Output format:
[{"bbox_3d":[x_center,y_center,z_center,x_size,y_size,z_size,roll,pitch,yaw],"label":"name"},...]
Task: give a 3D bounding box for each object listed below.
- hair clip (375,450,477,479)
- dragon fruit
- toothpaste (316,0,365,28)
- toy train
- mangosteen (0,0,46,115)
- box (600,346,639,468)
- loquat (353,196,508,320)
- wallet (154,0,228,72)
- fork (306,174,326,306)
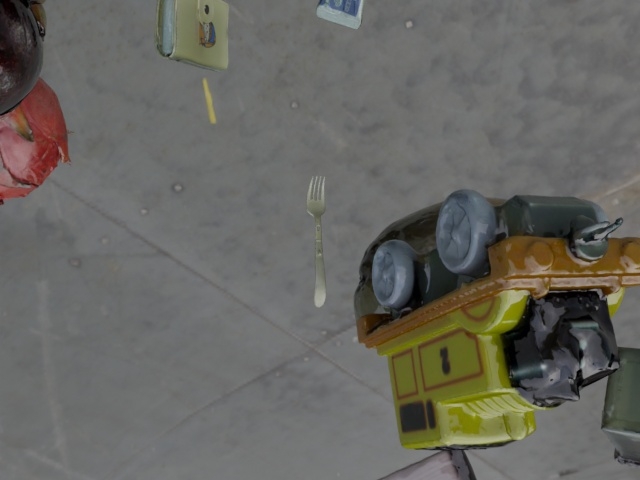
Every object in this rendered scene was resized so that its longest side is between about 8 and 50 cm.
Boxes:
[{"bbox_3d":[-0.017,0.279,0.652,0.330,0.085,0.101,-18,168,-9],"label":"hair clip"},{"bbox_3d":[-0.530,-0.182,1.147,0.241,0.241,0.252,-39,90,31],"label":"dragon fruit"},{"bbox_3d":[0.047,-0.343,0.818,0.057,0.035,0.197,17,114,-2],"label":"toothpaste"},{"bbox_3d":[0.093,0.048,0.399,0.089,0.127,0.219,0,162,-21],"label":"toy train"},{"bbox_3d":[-0.381,-0.221,0.751,0.209,0.210,0.210,-3,138,-3],"label":"mangosteen"},{"bbox_3d":[0.196,0.092,0.387,0.084,0.060,0.063,0,155,41],"label":"box"},{"bbox_3d":[0.144,0.048,0.746,0.227,0.179,0.179,-16,137,10],"label":"loquat"},{"bbox_3d":[-0.179,-0.301,1.019,0.039,0.155,0.111,6,97,18],"label":"wallet"},{"bbox_3d":[-0.003,0.001,1.202,0.034,0.220,0.028,4,168,-27],"label":"fork"}]
